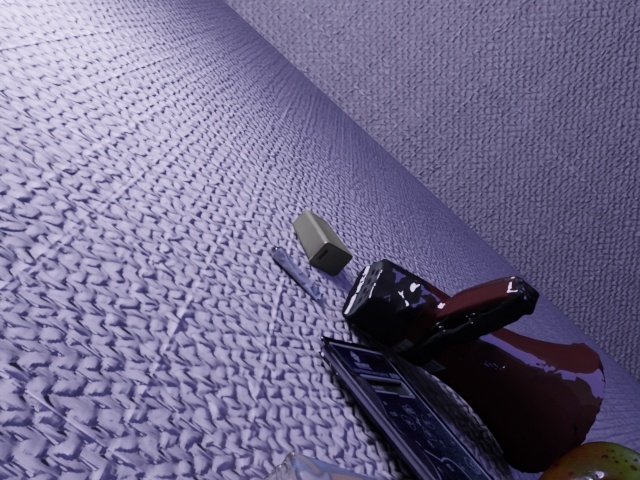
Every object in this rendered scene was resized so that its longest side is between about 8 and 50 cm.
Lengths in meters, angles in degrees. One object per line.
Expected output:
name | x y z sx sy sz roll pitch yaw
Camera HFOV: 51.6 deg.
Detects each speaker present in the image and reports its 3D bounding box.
speaker | 0.202 0.152 0.842 0.329 0.198 0.259 33 -1 -15

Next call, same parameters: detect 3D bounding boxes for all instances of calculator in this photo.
calculator | 0.113 0.211 0.726 0.274 0.028 0.165 47 15 33

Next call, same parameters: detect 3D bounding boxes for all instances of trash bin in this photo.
trash bin | 0.000 0.000 0.981 0.061 0.043 0.092 29 21 -40

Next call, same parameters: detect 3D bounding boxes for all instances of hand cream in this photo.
hand cream | -0.031 0.043 0.860 0.093 0.019 0.030 49 14 -7

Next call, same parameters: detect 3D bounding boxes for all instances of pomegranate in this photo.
pomegranate | 0.338 0.342 0.769 0.180 0.180 0.210 -110 179 -56

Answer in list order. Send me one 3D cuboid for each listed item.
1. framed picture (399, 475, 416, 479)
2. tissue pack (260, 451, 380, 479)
framed picture | 0.147 0.324 0.596 0.197 0.014 0.252 18 30 -55
tissue pack | 0.028 0.226 0.465 0.155 0.065 0.115 33 21 -36
